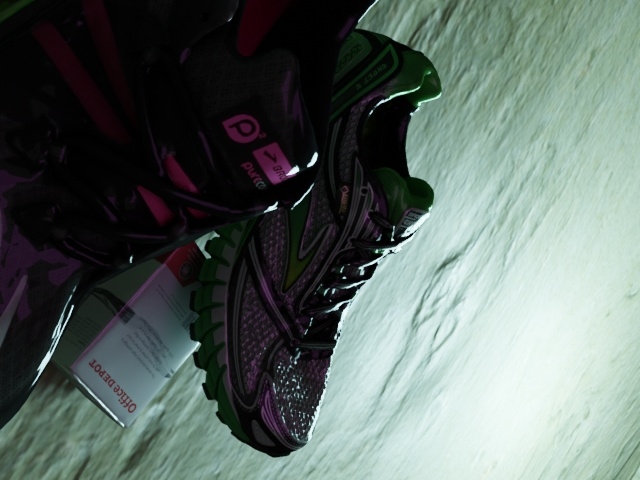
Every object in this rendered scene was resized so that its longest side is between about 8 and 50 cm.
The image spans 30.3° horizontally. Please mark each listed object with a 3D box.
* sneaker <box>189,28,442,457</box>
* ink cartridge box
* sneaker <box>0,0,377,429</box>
[{"bbox_3d":[0.000,0.000,0.906,0.134,0.146,0.343,9,93,-63],"label":"sneaker"},{"bbox_3d":[-0.143,0.062,0.913,0.135,0.056,0.099,-49,143,-18],"label":"ink cartridge box"},{"bbox_3d":[-0.111,-0.073,0.736,0.483,0.202,0.185,-55,144,-9],"label":"sneaker"}]
